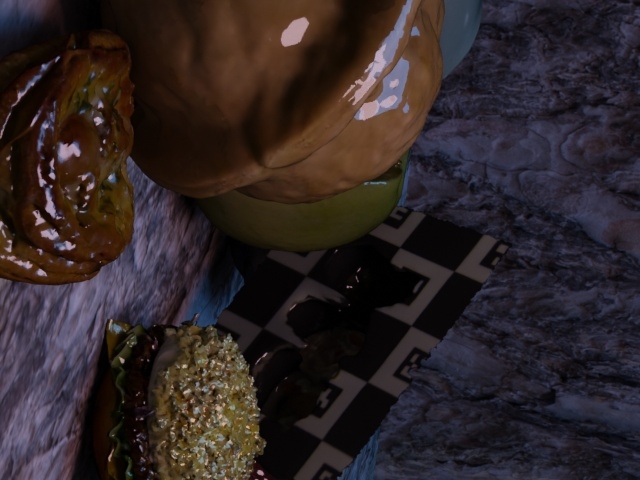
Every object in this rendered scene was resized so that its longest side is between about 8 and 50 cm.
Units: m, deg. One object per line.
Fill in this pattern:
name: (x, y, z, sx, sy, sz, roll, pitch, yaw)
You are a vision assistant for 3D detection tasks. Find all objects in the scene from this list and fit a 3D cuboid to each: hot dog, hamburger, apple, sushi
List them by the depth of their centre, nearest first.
hot dog: (-0.208, -0.071, 1.301, 0.272, 0.122, 0.196, -37, 129, -73)
hamburger: (-0.147, 0.206, 1.752, 0.243, 0.139, 0.261, 38, 50, -64)
apple: (-0.021, -0.126, 1.918, 0.292, 0.254, 0.292, 12, 90, -84)
sushi: (0.027, 0.130, 1.948, 0.373, 0.296, 0.100, -53, 139, -19)

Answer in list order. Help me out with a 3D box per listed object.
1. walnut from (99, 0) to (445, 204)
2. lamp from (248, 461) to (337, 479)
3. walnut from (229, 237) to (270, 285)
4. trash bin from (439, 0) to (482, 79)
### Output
walnut: (-0.035, -0.218, 1.486, 0.383, 0.383, 0.383, 10, 90, -80)
lamp: (-0.083, 0.296, 2.069, 0.247, 0.247, 0.247, 10, 90, -80)
walnut: (0.000, 0.002, 2.167, 0.248, 0.248, 0.248, 10, 90, -80)
trash bin: (0.075, -0.358, 2.029, 0.432, 0.280, 0.280, 90, 13, -74)
